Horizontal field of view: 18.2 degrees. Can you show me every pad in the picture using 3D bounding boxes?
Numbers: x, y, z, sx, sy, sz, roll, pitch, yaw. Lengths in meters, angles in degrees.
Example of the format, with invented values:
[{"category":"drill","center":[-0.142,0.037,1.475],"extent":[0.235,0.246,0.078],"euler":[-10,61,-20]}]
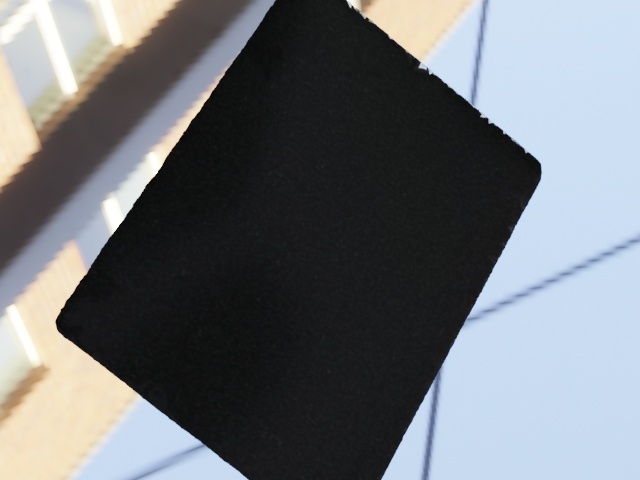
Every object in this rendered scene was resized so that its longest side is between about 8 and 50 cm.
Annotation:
[{"category":"pad","center":[0.000,0.000,0.795],"extent":[0.143,0.003,0.211],"euler":[39,-125,-10]}]
